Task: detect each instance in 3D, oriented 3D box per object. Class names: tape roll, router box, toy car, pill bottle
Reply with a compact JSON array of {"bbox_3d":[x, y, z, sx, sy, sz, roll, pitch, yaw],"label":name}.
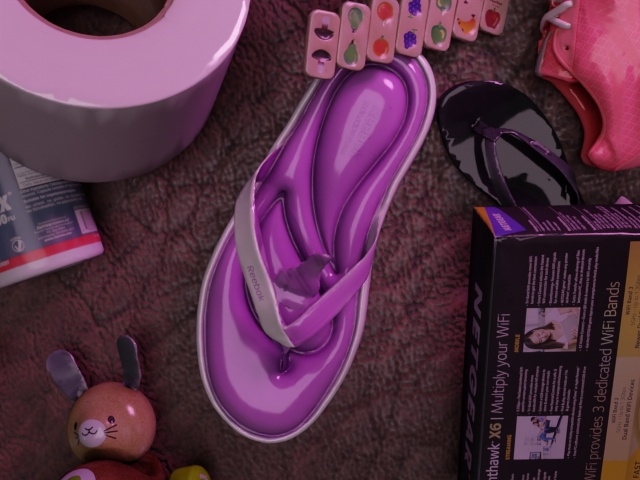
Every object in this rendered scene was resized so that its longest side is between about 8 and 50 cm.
[{"bbox_3d":[-0.193,-0.189,0.659,0.246,0.169,0.246,5,73,-16],"label":"tape roll"},{"bbox_3d":[0.249,0.125,0.670,0.242,0.081,0.309,-1,109,-2],"label":"router box"},{"bbox_3d":[-0.209,0.191,0.754,0.155,0.149,0.189,-13,82,14],"label":"toy car"},{"bbox_3d":[-0.287,-0.054,0.747,0.107,0.108,0.180,-19,93,4],"label":"pill bottle"}]

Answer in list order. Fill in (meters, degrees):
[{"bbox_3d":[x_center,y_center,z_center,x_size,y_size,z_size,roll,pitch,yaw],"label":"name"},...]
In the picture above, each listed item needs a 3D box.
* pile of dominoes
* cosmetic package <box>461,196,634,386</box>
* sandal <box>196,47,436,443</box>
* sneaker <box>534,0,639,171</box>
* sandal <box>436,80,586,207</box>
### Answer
[{"bbox_3d":[0.080,-0.262,0.692,0.251,0.040,0.196,-18,104,-22],"label":"pile of dominoes"},{"bbox_3d":[0.247,0.085,0.732,0.099,0.060,0.239,34,105,-12],"label":"cosmetic package"},{"bbox_3d":[-0.015,-0.005,0.740,0.169,0.102,0.416,18,93,1],"label":"sandal"},{"bbox_3d":[0.251,-0.208,0.710,0.136,0.116,0.314,-22,93,5],"label":"sneaker"},{"bbox_3d":[0.207,-0.050,0.752,0.097,0.054,0.254,-36,92,4],"label":"sandal"}]
